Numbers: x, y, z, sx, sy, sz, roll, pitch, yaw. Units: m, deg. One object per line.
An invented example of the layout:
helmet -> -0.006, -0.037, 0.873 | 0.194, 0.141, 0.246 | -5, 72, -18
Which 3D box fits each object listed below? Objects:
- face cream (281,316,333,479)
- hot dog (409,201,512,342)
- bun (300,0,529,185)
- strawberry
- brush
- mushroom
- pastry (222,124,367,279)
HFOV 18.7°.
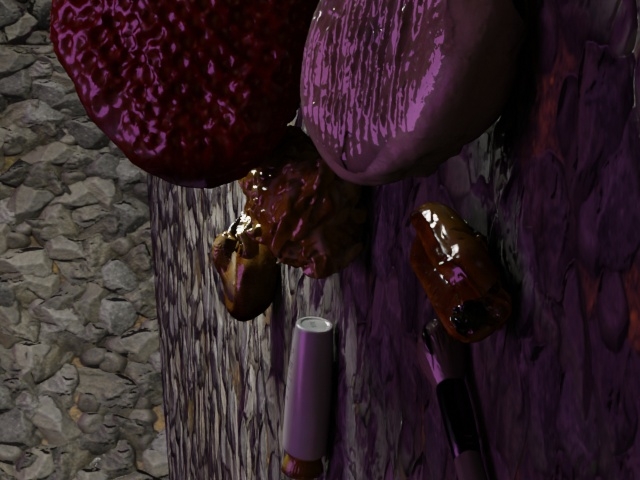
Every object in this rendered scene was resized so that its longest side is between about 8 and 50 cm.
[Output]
face cream -> -0.013, 0.176, 2.144 | 0.072, 0.051, 0.182 | -119, 32, -67
hot dog -> 0.107, 0.021, 1.485 | 0.188, 0.055, 0.072 | -114, 23, -65
bun -> 0.078, -0.144, 1.474 | 0.237, 0.116, 0.210 | -8, 76, 56
strawberry -> -0.124, -0.216, 2.020 | 0.267, 0.312, 0.351 | 66, -154, -67
brush -> 0.115, 0.176, 1.493 | 0.042, 0.039, 0.299 | 102, 163, -45
mushroom -> -0.100, 0.047, 2.518 | 0.127, 0.087, 0.127 | -176, 90, -82
pastry -> -0.027, -0.038, 2.034 | 0.250, 0.102, 0.154 | -145, 70, -71
